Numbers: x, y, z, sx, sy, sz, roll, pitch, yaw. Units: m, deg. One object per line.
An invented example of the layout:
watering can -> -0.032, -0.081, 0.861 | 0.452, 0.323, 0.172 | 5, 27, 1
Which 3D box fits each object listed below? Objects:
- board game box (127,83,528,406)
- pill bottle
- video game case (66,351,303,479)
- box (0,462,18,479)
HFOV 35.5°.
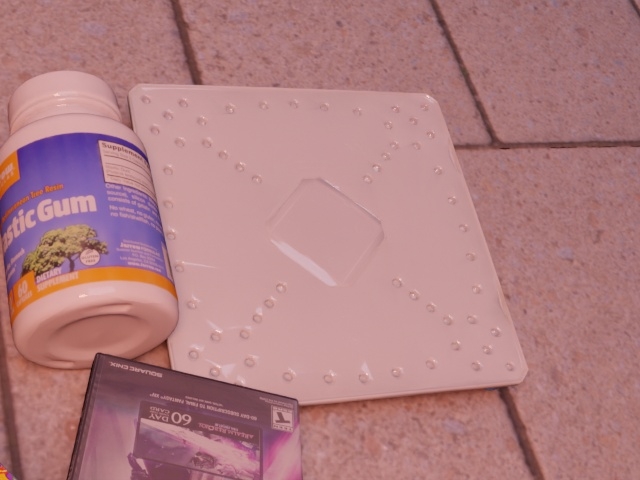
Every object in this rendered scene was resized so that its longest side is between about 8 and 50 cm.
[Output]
board game box -> 0.000, 0.000, 1.108 | 0.390, 0.050, 0.389 | -2, 61, -23
pill bottle -> -0.234, -0.026, 0.970 | 0.152, 0.152, 0.272 | -3, 59, -25
video game case -> -0.108, 0.204, 0.818 | 0.196, 0.026, 0.274 | 15, 28, -13
box -> -0.349, 0.200, 0.676 | 0.279, 0.290, 0.177 | 41, 51, 8
